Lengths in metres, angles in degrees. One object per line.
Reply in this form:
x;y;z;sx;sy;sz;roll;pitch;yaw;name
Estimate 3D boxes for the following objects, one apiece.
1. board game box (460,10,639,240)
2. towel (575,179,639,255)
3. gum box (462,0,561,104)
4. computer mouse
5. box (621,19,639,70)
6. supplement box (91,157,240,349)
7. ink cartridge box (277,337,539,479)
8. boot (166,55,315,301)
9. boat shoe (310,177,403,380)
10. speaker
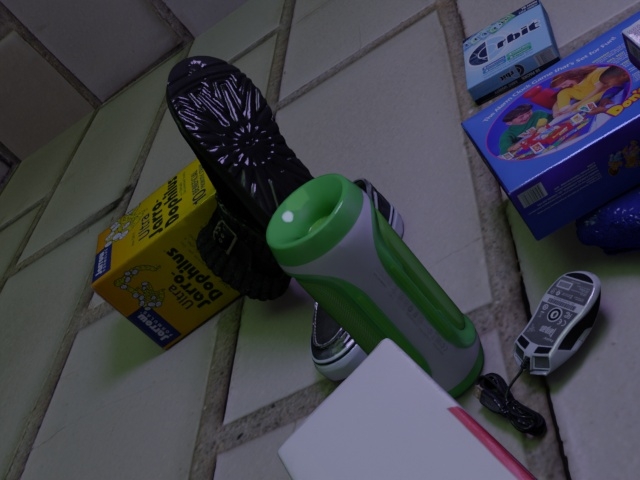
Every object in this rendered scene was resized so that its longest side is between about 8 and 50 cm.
0.364;-0.168;0.938;0.347;0.078;0.233;-32;27;12;board game box
0.458;-0.073;0.847;0.308;0.076;0.228;-3;40;48;towel
0.331;-0.335;1.360;0.157;0.041;0.184;-26;32;26;gum box
0.254;0.120;0.857;0.193;0.042;0.106;-52;26;-7;computer mouse
0.460;-0.164;0.730;0.201;0.057;0.293;-34;50;11;box
-0.217;-0.006;1.415;0.356;0.195;0.194;-36;30;10;supplement box
0.137;0.243;0.562;0.131;0.306;0.226;-44;30;-4;ink cartridge box
-0.139;-0.082;1.193;0.131;0.348;0.260;-28;-11;-28;boot
0.034;0.045;1.130;0.121;0.119;0.335;-21;35;32;boat shoe
0.070;0.063;0.885;0.131;0.296;0.131;-30;32;21;speaker
